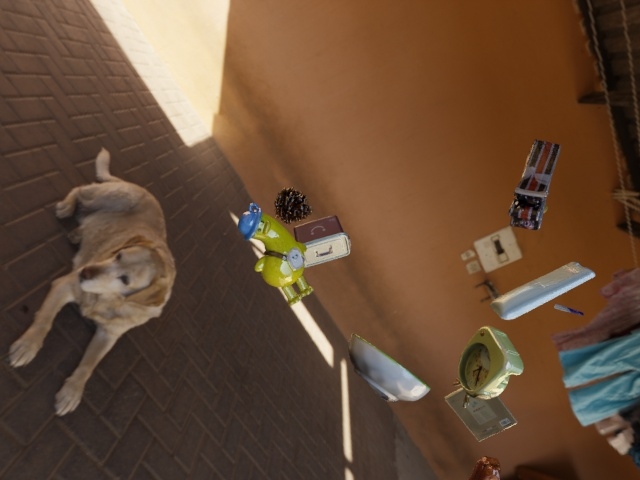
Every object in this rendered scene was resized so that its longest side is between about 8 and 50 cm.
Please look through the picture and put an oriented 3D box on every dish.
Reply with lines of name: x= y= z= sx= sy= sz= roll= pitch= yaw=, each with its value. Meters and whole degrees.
dish: x=0.212 y=0.470 z=1.495 sx=0.324 sy=0.124 sz=0.324 roll=35 pitch=-10 yaw=7

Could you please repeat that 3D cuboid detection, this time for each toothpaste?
toothpaste: x=0.791 y=0.222 z=1.358 sx=0.024 sy=0.083 sz=0.015 roll=-28 pitch=130 yaw=-58

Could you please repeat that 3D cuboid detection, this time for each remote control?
remote control: x=0.660 y=0.146 z=1.287 sx=0.051 sy=0.293 sz=0.103 roll=61 pitch=6 yaw=-14

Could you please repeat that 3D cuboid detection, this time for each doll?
doll: x=-0.146 y=0.037 z=1.442 sx=0.145 sy=0.199 sz=0.363 roll=-8 pitch=-68 yaw=59

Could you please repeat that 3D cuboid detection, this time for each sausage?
sausage: x=0.582 y=0.947 z=1.585 sx=0.102 sy=0.102 sz=0.330 roll=-70 pitch=176 yaw=-77

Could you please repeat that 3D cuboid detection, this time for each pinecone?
pinecone: x=-0.116 y=-0.145 z=1.815 sx=0.174 sy=0.173 sz=0.173 roll=61 pitch=10 yaw=-19

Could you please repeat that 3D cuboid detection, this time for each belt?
belt: x=0.663 y=-0.182 z=1.317 sx=0.359 sy=0.094 sz=0.126 roll=-56 pitch=146 yaw=-32

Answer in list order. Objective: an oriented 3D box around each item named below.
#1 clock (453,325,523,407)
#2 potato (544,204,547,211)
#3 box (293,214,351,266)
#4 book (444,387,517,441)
clock: x=0.629 y=0.504 z=1.656 sx=0.096 sy=0.308 sz=0.235 roll=21 pitch=25 yaw=-13
potato: x=1.139 y=-0.163 z=2.188 sx=0.092 sy=0.045 sz=0.046 roll=-18 pitch=106 yaw=-46
box: x=0.000 y=0.000 z=2.247 sx=0.193 sy=0.294 sz=0.167 roll=75 pitch=-2 yaw=-50
book: x=0.770 y=0.814 z=2.046 sx=0.310 sy=0.217 sz=0.021 roll=52 pitch=16 yaw=-13
